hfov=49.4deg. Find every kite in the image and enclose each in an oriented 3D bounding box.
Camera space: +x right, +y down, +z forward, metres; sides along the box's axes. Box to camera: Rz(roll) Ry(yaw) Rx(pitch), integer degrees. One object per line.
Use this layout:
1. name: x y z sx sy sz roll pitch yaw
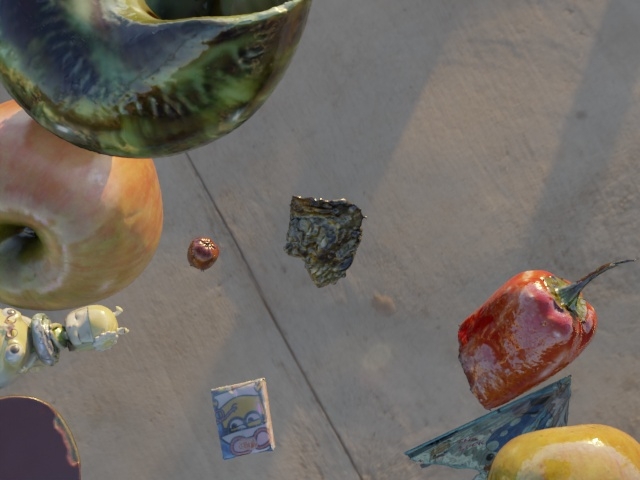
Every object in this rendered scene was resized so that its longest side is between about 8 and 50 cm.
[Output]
1. kite: 0.302 0.359 1.149 0.368 0.406 0.014 -57 35 19

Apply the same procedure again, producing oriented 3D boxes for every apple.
1. apple: -0.475 -0.069 1.254 0.392 0.391 0.346 7 36 6
2. apple: 0.268 0.280 0.738 0.183 0.182 0.155 -8 63 1

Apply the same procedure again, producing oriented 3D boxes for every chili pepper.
1. chili pepper: 0.193 0.070 0.605 0.086 0.192 0.084 48 35 6

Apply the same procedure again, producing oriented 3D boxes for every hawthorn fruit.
1. hawthorn fruit: -0.310 0.041 1.811 0.081 0.081 0.093 46 123 17

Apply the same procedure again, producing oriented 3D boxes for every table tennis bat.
1. table tennis bat: -0.313 0.280 0.742 0.131 0.022 0.234 -20 94 -25

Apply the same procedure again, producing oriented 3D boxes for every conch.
1. conch: -0.109 -0.134 0.436 0.187 0.124 0.181 -26 64 -19

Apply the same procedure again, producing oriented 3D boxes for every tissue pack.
1. tissue pack: -0.166 0.387 1.516 0.116 0.065 0.155 -11 80 1

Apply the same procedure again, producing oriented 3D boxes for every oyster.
1. oyster: 0.002 0.005 0.958 0.106 0.177 0.056 7 49 -6

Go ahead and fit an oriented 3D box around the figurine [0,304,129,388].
1. figurine: -0.687 0.257 1.758 0.395 0.274 0.226 -15 63 -14
